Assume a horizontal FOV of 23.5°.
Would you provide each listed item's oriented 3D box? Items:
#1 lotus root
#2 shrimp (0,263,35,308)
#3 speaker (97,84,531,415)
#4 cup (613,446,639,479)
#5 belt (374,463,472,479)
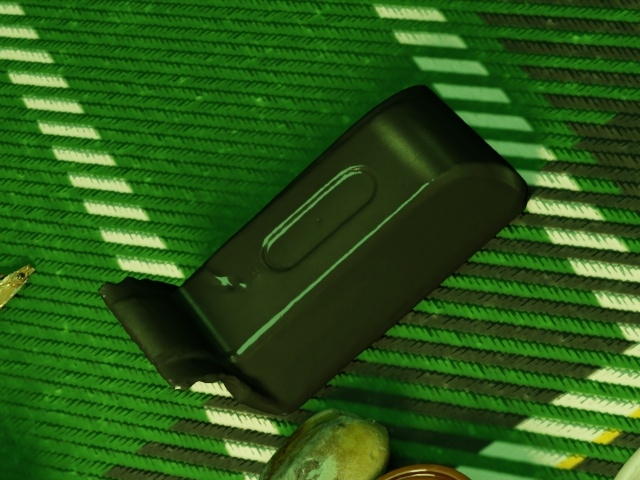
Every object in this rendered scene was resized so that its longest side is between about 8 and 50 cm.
[{"bbox_3d":[-0.013,0.241,1.454,0.192,0.088,0.113,-51,23,-9],"label":"lotus root"},{"bbox_3d":[-0.364,0.055,1.687,0.108,0.023,0.059,-42,54,-2],"label":"shrimp"},{"bbox_3d":[0.000,0.000,1.497,0.388,0.184,0.180,-42,62,-3],"label":"speaker"},{"bbox_3d":[0.375,0.239,1.267,0.357,0.259,0.274,8,68,54],"label":"cup"},{"bbox_3d":[0.077,0.326,1.344,0.184,0.105,0.261,-7,45,14],"label":"belt"}]
